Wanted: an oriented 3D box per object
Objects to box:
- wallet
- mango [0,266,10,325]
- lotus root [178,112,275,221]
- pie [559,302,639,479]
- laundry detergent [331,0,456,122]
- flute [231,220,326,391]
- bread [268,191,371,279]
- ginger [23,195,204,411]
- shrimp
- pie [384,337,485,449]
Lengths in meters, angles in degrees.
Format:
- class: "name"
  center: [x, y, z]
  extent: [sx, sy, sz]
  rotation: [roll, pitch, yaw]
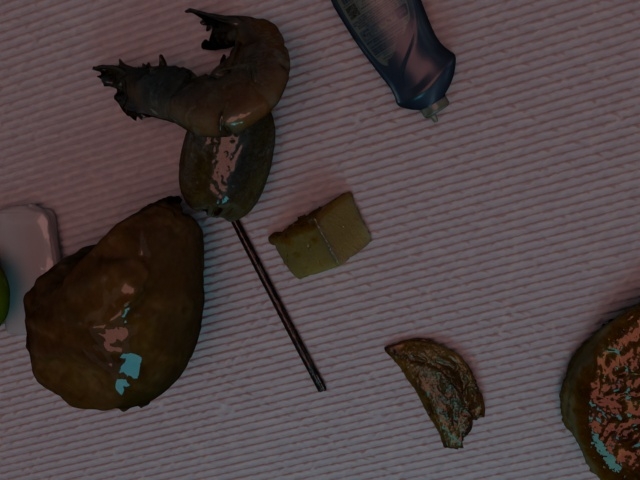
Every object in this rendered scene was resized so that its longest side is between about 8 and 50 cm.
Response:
- class: "wallet"
  center: [-0.403, 0.042, 1.065]
  extent: [0.095, 0.033, 0.190]
  rotation: [0, 102, 5]
- class: "mango"
  center: [-0.481, 0.078, 1.036]
  extent: [0.163, 0.089, 0.117]
  rotation: [-23, 84, 40]
- class: "lotus root"
  center: [-0.113, -0.121, 0.961]
  extent: [0.113, 0.088, 0.192]
  rotation: [13, 100, -14]
- class: "pie"
  center: [0.467, 0.192, 0.966]
  extent: [0.314, 0.092, 0.316]
  rotation: [2, 102, 8]
- class: "laundry detergent"
  center: [0.098, -0.237, 0.930]
  extent: [0.096, 0.061, 0.206]
  rotation: [-30, 97, 10]
- class: "flute"
  center: [-0.056, 0.090, 1.044]
  extent: [0.014, 0.014, 0.270]
  rotation: [-25, 98, 11]
- class: "bread"
  center: [0.000, 0.000, 1.016]
  extent: [0.109, 0.080, 0.084]
  rotation: [-22, 101, 47]
- class: "ginger"
  center: [-0.241, 0.094, 0.970]
  extent: [0.269, 0.200, 0.223]
  rotation: [-28, 96, 12]
- class: "shrimp"
  center: [-0.150, -0.213, 0.923]
  extent: [0.178, 0.289, 0.075]
  rotation: [-55, 134, -18]
- class: "pie"
  center: [0.164, 0.198, 1.032]
  extent: [0.092, 0.034, 0.170]
  rotation: [-28, 92, 14]
